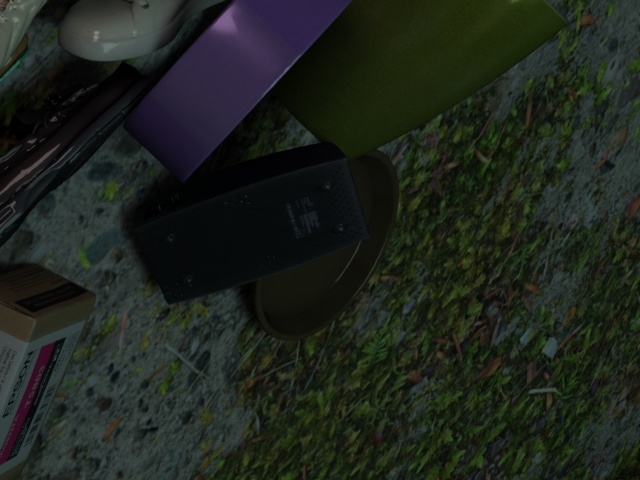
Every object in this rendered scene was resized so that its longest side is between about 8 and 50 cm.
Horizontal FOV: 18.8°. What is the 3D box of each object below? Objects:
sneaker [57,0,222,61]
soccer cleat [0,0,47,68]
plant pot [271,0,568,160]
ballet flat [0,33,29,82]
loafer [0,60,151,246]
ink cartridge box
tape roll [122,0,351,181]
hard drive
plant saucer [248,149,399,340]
[{"bbox_3d":[-0.169,-0.279,1.959,0.290,0.106,0.123,-42,145,-47],"label":"sneaker"},{"bbox_3d":[-0.287,-0.228,1.795,0.076,0.068,0.196,-32,-156,47],"label":"soccer cleat"},{"bbox_3d":[0.088,-0.241,2.237,0.293,0.275,0.275,-46,151,9],"label":"plant pot"},{"bbox_3d":[-0.371,-0.127,1.828,0.073,0.080,0.232,45,73,-30],"label":"ballet flat"},{"bbox_3d":[-0.295,-0.089,1.937,0.302,0.095,0.109,-48,-178,-24],"label":"loafer"},{"bbox_3d":[-0.341,0.154,2.020,0.235,0.088,0.193,-66,172,11],"label":"ink cartridge box"},{"bbox_3d":[-0.083,-0.190,2.021,0.275,0.090,0.275,-46,-175,5],"label":"tape roll"},{"bbox_3d":[-0.080,-0.023,2.233,0.254,0.054,0.172,-19,142,0],"label":"hard drive"},{"bbox_3d":[0.000,0.000,2.499,0.278,0.041,0.278,-36,142,-34],"label":"plant saucer"}]
